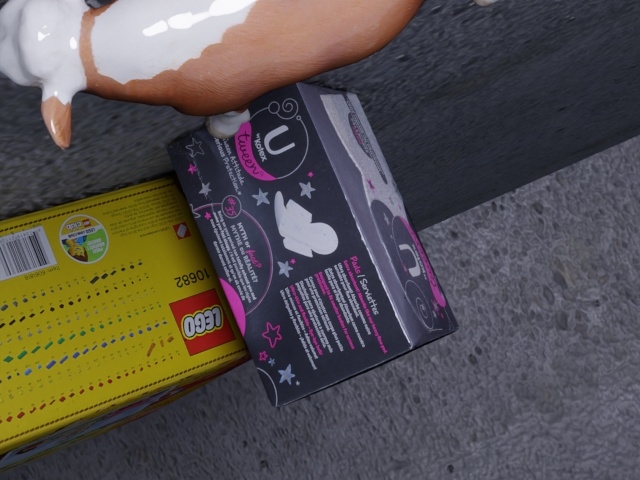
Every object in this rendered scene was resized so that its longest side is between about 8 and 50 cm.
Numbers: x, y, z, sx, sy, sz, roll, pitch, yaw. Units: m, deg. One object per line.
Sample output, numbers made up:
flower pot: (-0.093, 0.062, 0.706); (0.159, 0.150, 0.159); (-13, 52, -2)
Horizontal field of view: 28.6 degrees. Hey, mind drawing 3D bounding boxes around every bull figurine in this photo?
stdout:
bull figurine: (-0.023, -0.130, 0.673); (0.310, 0.101, 0.188); (-22, 177, 5)

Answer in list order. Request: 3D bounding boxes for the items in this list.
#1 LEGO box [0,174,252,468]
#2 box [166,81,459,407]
LEGO box: (-0.341, 0.128, 1.213); (0.500, 0.193, 0.372); (-18, 171, -36)
box: (0.000, 0.000, 1.118); (0.142, 0.247, 0.163); (-25, 174, 20)
